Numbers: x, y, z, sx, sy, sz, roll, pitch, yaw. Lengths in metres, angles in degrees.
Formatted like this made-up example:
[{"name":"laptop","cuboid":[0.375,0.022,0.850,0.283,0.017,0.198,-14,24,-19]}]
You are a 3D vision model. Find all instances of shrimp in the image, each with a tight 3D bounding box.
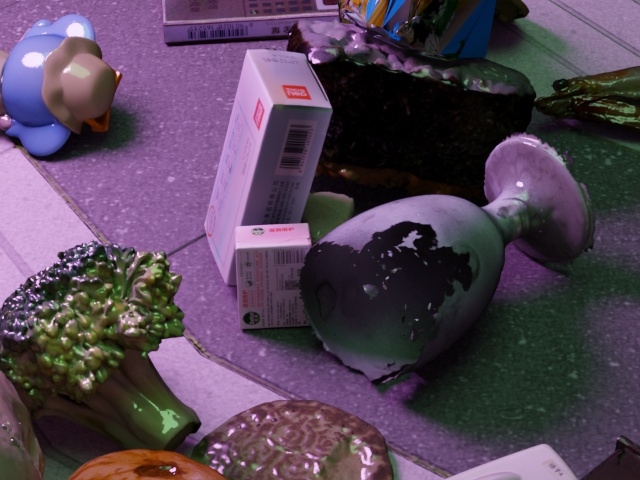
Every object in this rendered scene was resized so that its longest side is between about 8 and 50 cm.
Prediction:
[{"name":"shrimp","cuboid":[0.436,-0.189,2.106,0.294,0.062,0.154,-4,44,-7]}]

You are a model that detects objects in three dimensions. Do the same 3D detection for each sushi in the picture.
[{"name":"sushi","cuboid":[0.104,-0.171,1.980,0.348,0.207,0.234,14,20,0]}]

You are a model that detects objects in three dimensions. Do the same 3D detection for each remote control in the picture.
[{"name":"remote control","cuboid":[0.157,0.272,1.529,0.230,0.049,0.090,-16,43,-21]}]

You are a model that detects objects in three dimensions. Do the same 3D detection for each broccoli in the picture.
[{"name":"broccoli","cuboid":[-0.227,0.127,1.622,0.263,0.247,0.243,-45,84,5]}]

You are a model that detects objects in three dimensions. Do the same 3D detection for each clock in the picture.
[{"name":"clock","cuboid":[0.202,-0.379,2.276,0.237,0.057,0.237,27,5,-2]}]

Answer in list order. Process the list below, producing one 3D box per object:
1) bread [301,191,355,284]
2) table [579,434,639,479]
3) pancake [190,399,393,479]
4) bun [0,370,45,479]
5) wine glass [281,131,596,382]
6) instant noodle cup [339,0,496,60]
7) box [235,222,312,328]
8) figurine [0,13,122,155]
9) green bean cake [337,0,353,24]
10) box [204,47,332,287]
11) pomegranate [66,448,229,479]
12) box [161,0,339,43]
[{"name":"bread","cuboid":[-0.021,0.000,1.837,0.105,0.077,0.152,10,28,7]},{"name":"table","cuboid":[0.270,0.321,1.366,0.193,0.172,0.169,-30,47,-32]},{"name":"pancake","cuboid":[-0.036,0.245,1.580,0.235,0.029,0.212,-20,42,-23]},{"name":"bun","cuboid":[-0.402,0.260,1.403,0.326,0.234,0.362,-26,41,4]},{"name":"wine glass","cuboid":[0.145,0.019,1.746,0.357,0.190,0.190,-29,46,-35]},{"name":"instant noodle cup","cuboid":[0.134,-0.347,1.911,0.240,0.178,0.240,17,24,-8]},{"name":"box","cuboid":[-0.054,0.042,1.760,0.089,0.125,0.043,-2,37,-4]},{"name":"figurine","cuboid":[-0.400,-0.231,2.091,0.262,0.154,0.180,26,56,23]},{"name":"green bean cake","cuboid":[0.096,-0.344,2.146,0.125,0.248,0.222,-18,39,-9]},{"name":"box","cuboid":[-0.068,-0.083,1.807,0.079,0.269,0.135,3,35,-21]},{"name":"pomegranate","cuboid":[-0.157,0.303,1.385,0.215,0.215,0.215,0,38,0]},{"name":"box","cuboid":[-0.084,-0.376,2.351,0.324,0.047,0.180,-4,38,-5]}]
